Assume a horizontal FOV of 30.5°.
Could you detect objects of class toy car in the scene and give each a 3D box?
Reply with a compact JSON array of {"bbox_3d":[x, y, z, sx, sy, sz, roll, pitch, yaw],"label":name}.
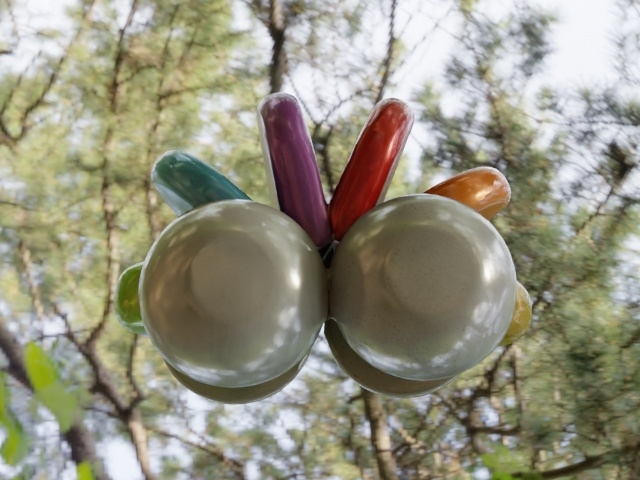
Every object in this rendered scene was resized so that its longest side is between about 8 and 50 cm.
[{"bbox_3d":[0.000,0.000,0.521,0.182,0.159,0.136,-2,-101,-2],"label":"toy car"}]
